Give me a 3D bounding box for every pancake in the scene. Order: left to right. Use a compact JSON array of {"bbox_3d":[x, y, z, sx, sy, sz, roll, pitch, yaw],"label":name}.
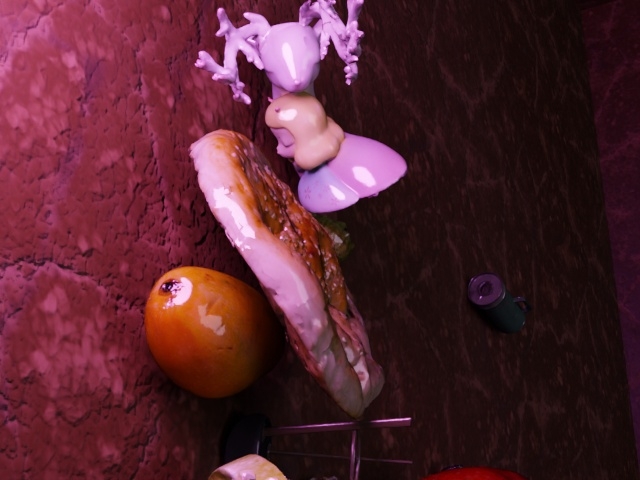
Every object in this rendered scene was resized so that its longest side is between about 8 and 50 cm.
[{"bbox_3d":[-0.029,0.030,1.217,0.387,0.082,0.387,57,9,-15],"label":"pancake"}]

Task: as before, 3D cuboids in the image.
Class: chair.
[{"bbox_3d":[0.002,0.259,1.221,0.095,0.221,0.104,76,17,-77],"label":"chair"}]

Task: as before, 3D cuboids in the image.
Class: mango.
[{"bbox_3d":[-0.110,0.108,1.143,0.253,0.113,0.139,33,47,-64],"label":"mango"}]

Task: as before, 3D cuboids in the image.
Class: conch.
[{"bbox_3d":[0.000,0.000,1.467,0.089,0.074,0.121,45,48,5],"label":"conch"}]

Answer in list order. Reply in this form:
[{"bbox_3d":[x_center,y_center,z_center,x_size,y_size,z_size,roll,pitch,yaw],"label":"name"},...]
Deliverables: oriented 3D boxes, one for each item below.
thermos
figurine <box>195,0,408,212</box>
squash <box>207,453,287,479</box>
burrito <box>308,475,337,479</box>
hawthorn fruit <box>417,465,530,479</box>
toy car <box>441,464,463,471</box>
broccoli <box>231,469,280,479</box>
[{"bbox_3d":[0.370,0.132,2.091,0.073,0.083,0.187,44,0,40],"label":"thermos"},{"bbox_3d":[-0.007,-0.192,1.332,0.316,0.206,0.284,60,6,-22],"label":"figurine"},{"bbox_3d":[-0.057,0.347,1.033,0.048,0.252,0.252,-12,90,-29],"label":"squash"},{"bbox_3d":[0.026,0.495,1.287,0.117,0.076,0.392,6,72,-56],"label":"burrito"},{"bbox_3d":[0.221,0.437,1.429,0.265,0.307,0.265,30,43,-32],"label":"hawthorn fruit"},{"bbox_3d":[0.229,0.457,1.693,0.080,0.070,0.171,15,67,-60],"label":"toy car"},{"bbox_3d":[-0.148,0.332,0.835,0.293,0.281,0.348,28,90,-32],"label":"broccoli"}]
